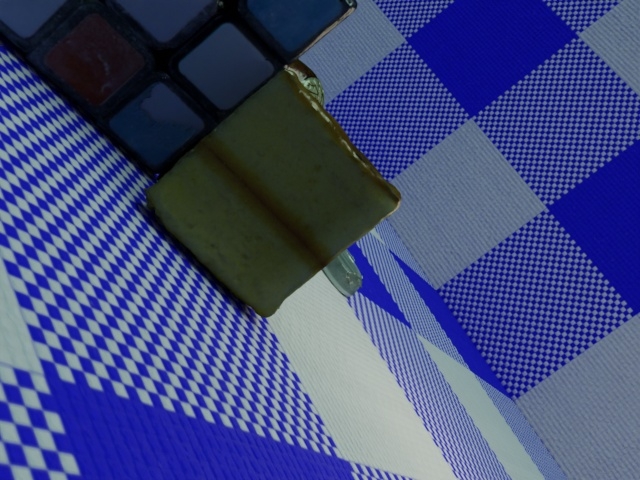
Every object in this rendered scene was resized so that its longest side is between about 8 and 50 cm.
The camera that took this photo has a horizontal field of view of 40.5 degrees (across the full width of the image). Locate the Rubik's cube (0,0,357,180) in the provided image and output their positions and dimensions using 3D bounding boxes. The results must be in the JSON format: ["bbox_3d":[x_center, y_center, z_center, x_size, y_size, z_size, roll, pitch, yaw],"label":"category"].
[{"bbox_3d":[-0.209,-0.363,1.097,0.359,0.363,0.362,42,17,-30],"label":"Rubik's cube"}]

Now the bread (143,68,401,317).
[{"bbox_3d":[-0.078,-0.099,1.163,0.245,0.233,0.361,46,7,-23],"label":"bread"}]

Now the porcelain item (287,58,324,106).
[{"bbox_3d":[-0.116,-0.262,1.750,0.253,0.253,0.253,50,10,-12],"label":"porcelain item"}]

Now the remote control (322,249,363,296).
[{"bbox_3d":[0.000,0.000,1.691,0.247,0.052,0.104,55,14,7],"label":"remote control"}]
